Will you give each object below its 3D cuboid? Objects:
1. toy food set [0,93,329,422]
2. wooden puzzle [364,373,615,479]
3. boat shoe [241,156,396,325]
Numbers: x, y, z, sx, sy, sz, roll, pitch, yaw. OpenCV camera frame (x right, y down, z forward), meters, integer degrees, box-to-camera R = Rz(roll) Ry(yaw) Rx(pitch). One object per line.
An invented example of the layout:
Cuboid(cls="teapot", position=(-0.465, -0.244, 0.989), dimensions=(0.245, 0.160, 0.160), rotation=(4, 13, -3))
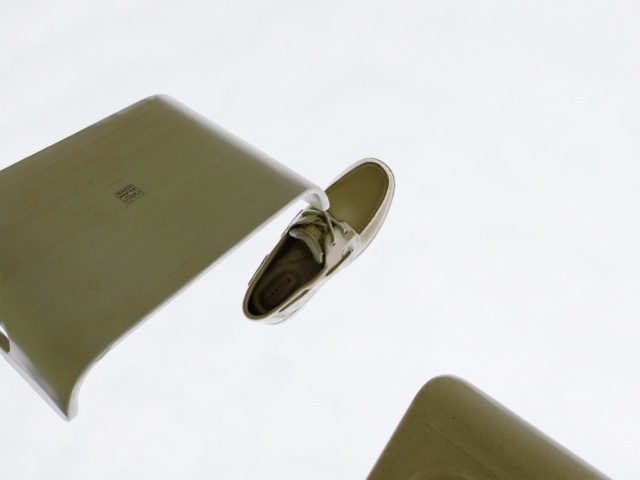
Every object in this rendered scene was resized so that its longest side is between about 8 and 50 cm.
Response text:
Cuboid(cls="toy food set", position=(-0.170, -0.011, 0.476), dimensions=(0.220, 0.092, 0.306), rotation=(34, -124, 22))
Cuboid(cls="wooden puzzle", position=(0.159, 0.346, 0.447), dimensions=(0.322, 0.081, 0.347), rotation=(33, -80, 25))
Cuboid(cls="boat shoe", position=(0.000, 0.000, 0.722), dimensions=(0.109, 0.098, 0.302), rotation=(42, -91, 10))
